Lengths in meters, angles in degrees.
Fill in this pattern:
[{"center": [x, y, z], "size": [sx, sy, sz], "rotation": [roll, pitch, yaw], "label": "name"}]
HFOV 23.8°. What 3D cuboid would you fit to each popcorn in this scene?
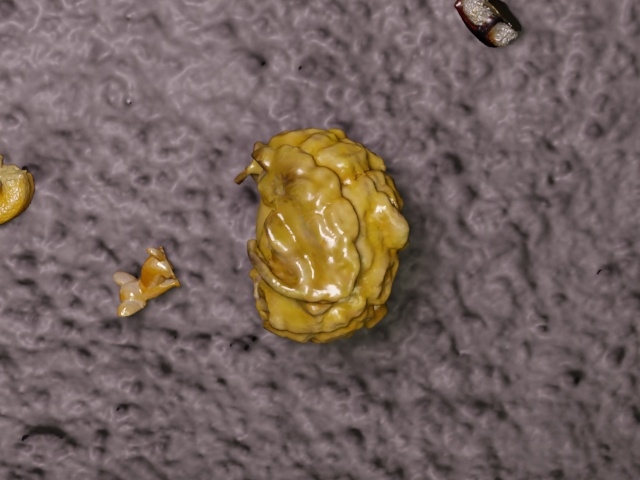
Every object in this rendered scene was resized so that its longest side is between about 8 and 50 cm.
[{"center": [0.000, 0.000, 1.723], "size": [0.190, 0.250, 0.250], "rotation": [-11, 111, -14], "label": "popcorn"}]

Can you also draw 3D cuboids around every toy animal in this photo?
[{"center": [-0.213, 0.048, 1.801], "size": [0.083, 0.060, 0.081], "rotation": [-26, 150, 1], "label": "toy animal"}]

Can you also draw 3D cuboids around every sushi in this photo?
[{"center": [0.191, -0.260, 1.762], "size": [0.046, 0.044, 0.083], "rotation": [-37, 109, 29], "label": "sushi"}]

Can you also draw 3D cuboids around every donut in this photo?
[{"center": [-0.387, -0.060, 1.747], "size": [0.108, 0.043, 0.097], "rotation": [34, 101, -13], "label": "donut"}]
